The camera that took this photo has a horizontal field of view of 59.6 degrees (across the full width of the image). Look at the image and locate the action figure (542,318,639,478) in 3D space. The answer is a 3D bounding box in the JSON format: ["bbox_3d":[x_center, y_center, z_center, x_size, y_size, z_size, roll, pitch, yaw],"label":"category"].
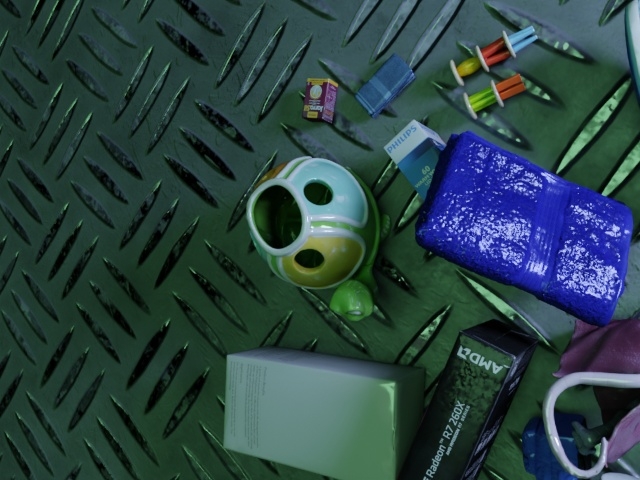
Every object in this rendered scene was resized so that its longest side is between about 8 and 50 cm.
[{"bbox_3d":[0.498,0.149,0.747,0.370,0.275,0.248,-31,67,39],"label":"action figure"}]

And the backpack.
[{"bbox_3d":[0.378,0.346,0.892,0.101,0.098,0.120,-5,98,38],"label":"backpack"}]

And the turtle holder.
[{"bbox_3d":[-0.017,-0.003,1.053,0.243,0.227,0.320,-10,82,28],"label":"turtle holder"}]

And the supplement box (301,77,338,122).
[{"bbox_3d":[-0.002,-0.291,1.164,0.055,0.043,0.083,9,93,29],"label":"supplement box"}]

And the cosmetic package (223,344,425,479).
[{"bbox_3d":[0.002,0.324,1.068,0.365,0.155,0.197,3,90,29],"label":"cosmetic package"}]

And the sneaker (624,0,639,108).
[{"bbox_3d":[0.571,-0.222,0.796,0.208,0.127,0.319,-17,89,29],"label":"sneaker"}]

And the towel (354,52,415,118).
[{"bbox_3d":[0.125,-0.305,1.102,0.119,0.029,0.067,-44,68,21],"label":"towel"}]

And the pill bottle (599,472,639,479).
[{"bbox_3d":[0.431,0.515,0.804,0.176,0.176,0.319,15,95,29],"label":"pill bottle"}]

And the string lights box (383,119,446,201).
[{"bbox_3d":[0.231,-0.079,0.971,0.076,0.133,0.260,-42,69,22],"label":"string lights box"}]

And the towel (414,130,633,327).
[{"bbox_3d":[0.309,-0.031,0.833,0.308,0.076,0.228,23,58,1],"label":"towel"}]

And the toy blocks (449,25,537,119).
[{"bbox_3d":[0.316,-0.298,0.980,0.148,0.054,0.123,-25,75,26],"label":"toy blocks"}]

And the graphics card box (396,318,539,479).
[{"bbox_3d":[0.223,0.316,0.900,0.094,0.232,0.371,26,101,28],"label":"graphics card box"}]
